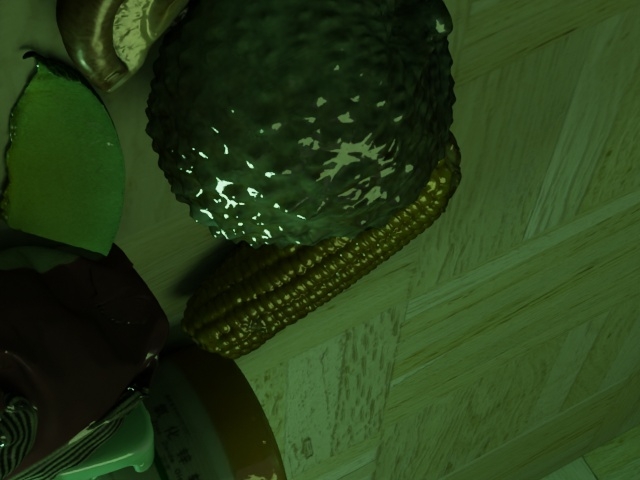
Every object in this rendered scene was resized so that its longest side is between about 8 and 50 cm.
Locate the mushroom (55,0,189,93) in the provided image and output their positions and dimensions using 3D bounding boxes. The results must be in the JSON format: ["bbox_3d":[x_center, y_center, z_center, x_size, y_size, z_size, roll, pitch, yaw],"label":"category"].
[{"bbox_3d":[-0.121,-0.201,0.987,0.210,0.072,0.094,-47,154,22],"label":"mushroom"}]

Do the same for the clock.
[{"bbox_3d":[-0.289,0.197,1.437,0.211,0.159,0.066,-19,145,-17],"label":"clock"}]

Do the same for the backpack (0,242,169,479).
[{"bbox_3d":[-0.320,0.144,1.242,0.317,0.197,0.283,-40,162,23],"label":"backpack"}]

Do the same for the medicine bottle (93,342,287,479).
[{"bbox_3d":[-0.187,0.263,1.584,0.232,0.238,0.238,-22,154,-22],"label":"medicine bottle"}]

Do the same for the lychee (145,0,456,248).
[{"bbox_3d":[-0.014,-0.120,1.093,0.274,0.255,0.255,-19,167,34],"label":"lychee"}]

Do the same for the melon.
[{"bbox_3d":[-0.223,-0.077,1.159,0.114,0.053,0.262,-7,146,-11],"label":"melon"}]

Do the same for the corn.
[{"bbox_3d":[0.000,0.000,1.468,0.363,0.120,0.120,-37,156,17],"label":"corn"}]
